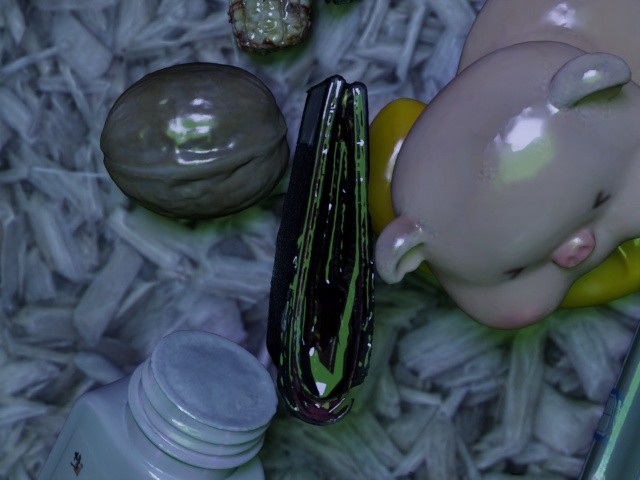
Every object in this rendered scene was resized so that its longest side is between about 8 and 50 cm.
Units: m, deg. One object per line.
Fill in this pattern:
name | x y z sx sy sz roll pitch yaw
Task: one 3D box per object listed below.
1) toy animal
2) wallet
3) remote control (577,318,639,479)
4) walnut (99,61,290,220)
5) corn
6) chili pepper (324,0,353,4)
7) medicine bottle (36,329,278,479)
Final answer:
toy animal | 0.201 -0.068 0.781 0.277 0.247 0.345 44 97 -2
wallet | 0.000 0.000 0.819 0.072 0.221 0.262 4 95 -5
remote control | 0.309 0.211 0.887 0.128 0.065 0.335 19 96 1
walnut | -0.109 -0.087 0.865 0.162 0.140 0.140 -1 95 16
corn | -0.054 -0.283 0.873 0.080 0.079 0.237 -8 91 6
chili pepper | 0.010 -0.307 0.861 0.062 0.108 0.216 -9 80 9
medicine bottle | -0.154 0.226 0.843 0.179 0.124 0.324 44 119 20
